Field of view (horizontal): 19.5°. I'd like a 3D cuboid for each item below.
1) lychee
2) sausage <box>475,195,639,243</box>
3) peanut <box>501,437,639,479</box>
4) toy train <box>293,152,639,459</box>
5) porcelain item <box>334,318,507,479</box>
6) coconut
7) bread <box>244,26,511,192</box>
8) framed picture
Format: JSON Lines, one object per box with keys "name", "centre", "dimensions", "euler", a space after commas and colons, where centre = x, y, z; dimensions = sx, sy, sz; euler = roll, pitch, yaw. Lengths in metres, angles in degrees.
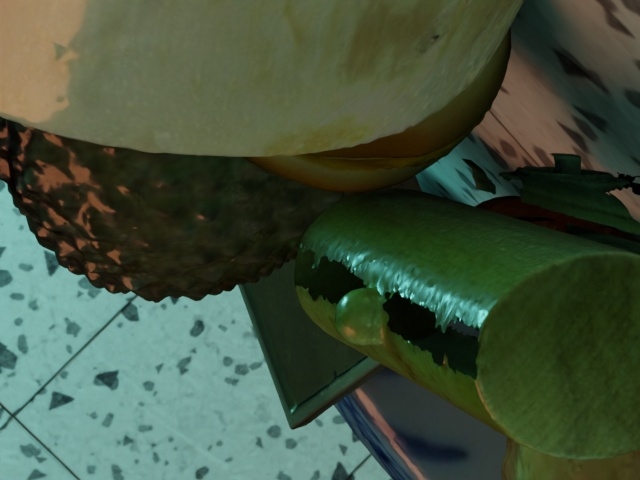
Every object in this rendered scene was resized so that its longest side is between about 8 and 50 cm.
{"name": "lychee", "centre": [-0.086, -0.088, 1.141], "dimensions": [0.255, 0.274, 0.255], "euler": [-3, -90, -85]}
{"name": "sausage", "centre": [0.153, 0.026, 1.128], "dimensions": [0.103, 0.076, 0.302], "euler": [48, 173, -26]}
{"name": "peanut", "centre": [0.207, 0.152, 1.234], "dimensions": [0.174, 0.158, 0.340], "euler": [48, 174, 11]}
{"name": "toy train", "centre": [0.101, 0.017, 0.875], "dimensions": [0.189, 0.126, 0.307], "euler": [11, -175, -19]}
{"name": "porcelain item", "centre": [0.117, 0.122, 1.512], "dimensions": [0.405, 0.178, 0.242], "euler": [50, 173, -6]}
{"name": "coconut", "centre": [-0.034, -0.130, 0.522], "dimensions": [0.241, 0.241, 0.241], "euler": [45, 174, 6]}
{"name": "bread", "centre": [-0.055, -0.157, 0.904], "dimensions": [0.333, 0.160, 0.333], "euler": [43, 173, 7]}
{"name": "framed picture", "centre": [0.000, 0.000, 1.330], "dimensions": [0.289, 0.016, 0.213], "euler": [-44, 64, 60]}
